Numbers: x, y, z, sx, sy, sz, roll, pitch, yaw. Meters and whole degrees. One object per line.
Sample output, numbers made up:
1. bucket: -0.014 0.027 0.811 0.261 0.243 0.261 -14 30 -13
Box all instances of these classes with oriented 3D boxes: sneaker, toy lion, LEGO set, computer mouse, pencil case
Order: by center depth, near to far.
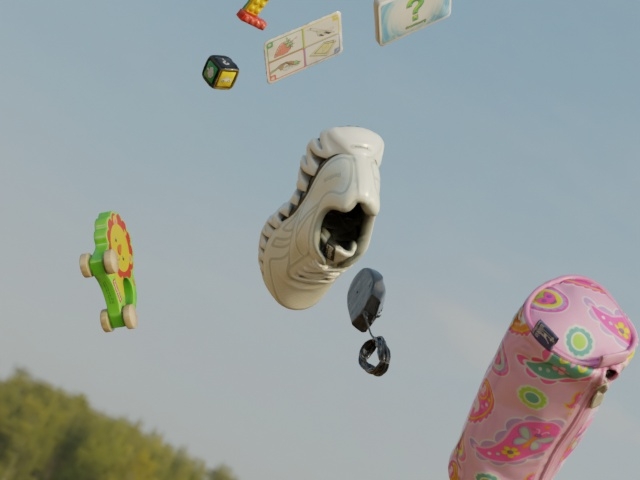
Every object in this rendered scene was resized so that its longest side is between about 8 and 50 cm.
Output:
1. LEGO set: 0.014 -0.203 1.182 0.060 0.244 0.182 52 -21 36
2. toy lion: -0.199 0.025 1.398 0.034 0.096 0.100 -10 -64 11
3. pencil case: 0.219 0.165 1.446 0.124 0.124 0.284 24 -46 5
4. sneaker: 0.000 0.000 1.692 0.110 0.118 0.292 2 -39 -18
5. computer mouse: 0.075 0.111 1.919 0.041 0.071 0.242 25 24 -18
